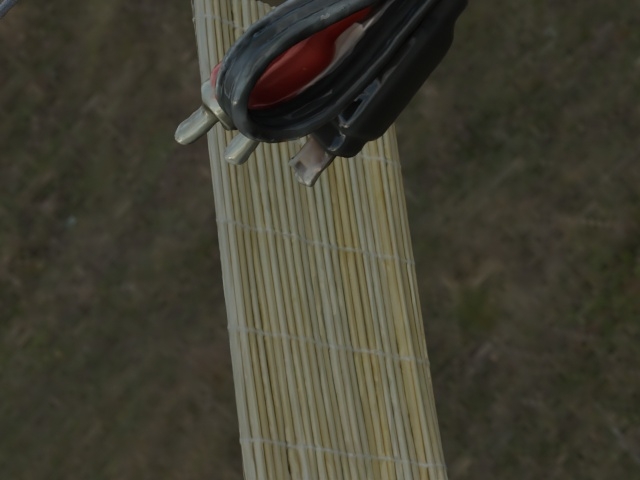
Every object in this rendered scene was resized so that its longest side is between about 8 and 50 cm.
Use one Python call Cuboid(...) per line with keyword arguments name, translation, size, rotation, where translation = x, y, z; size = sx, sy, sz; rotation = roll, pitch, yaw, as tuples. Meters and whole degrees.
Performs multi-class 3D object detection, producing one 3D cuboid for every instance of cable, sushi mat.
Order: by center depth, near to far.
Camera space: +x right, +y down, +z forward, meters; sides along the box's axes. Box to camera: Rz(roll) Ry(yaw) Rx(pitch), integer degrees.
Cuboid(name="cable", translation=(0.041, -0.134, 0.871), size=(0.287, 0.139, 0.072), rotation=(-52, 59, 17))
Cuboid(name="sushi mat", translation=(0.000, 0.000, 1.128), size=(0.019, 0.151, 0.316), rotation=(-32, 58, 46))

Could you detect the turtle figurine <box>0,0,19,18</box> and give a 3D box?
Cuboid(name="turtle figurine", translation=(-0.313, -0.118, 1.133), size=(0.198, 0.274, 0.266), rotation=(-22, 36, -40))
